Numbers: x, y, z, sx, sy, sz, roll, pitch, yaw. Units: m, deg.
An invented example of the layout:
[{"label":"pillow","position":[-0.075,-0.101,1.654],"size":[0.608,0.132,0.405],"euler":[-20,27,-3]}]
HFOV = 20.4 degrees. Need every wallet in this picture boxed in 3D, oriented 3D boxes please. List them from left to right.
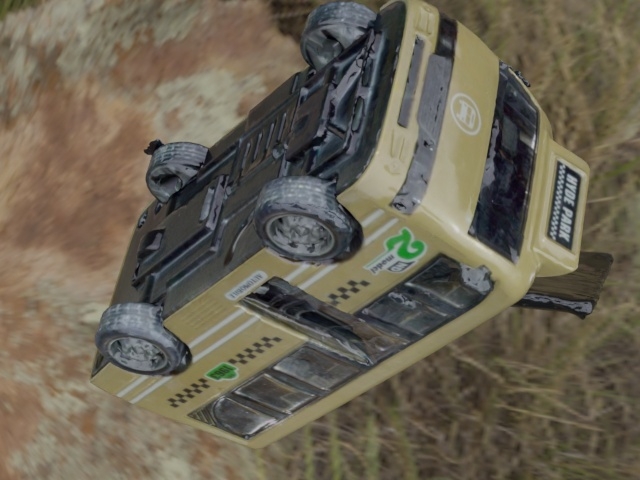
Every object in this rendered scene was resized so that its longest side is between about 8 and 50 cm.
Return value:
[{"label":"wallet","position":[0.189,0.033,1.632],"size":[0.146,0.285,0.030],"euler":[5,97,12]}]

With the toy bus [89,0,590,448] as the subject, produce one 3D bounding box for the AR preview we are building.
[{"label":"toy bus","position":[0.000,0.000,1.199],"size":[0.202,0.365,0.177],"euler":[29,53,-22]}]
